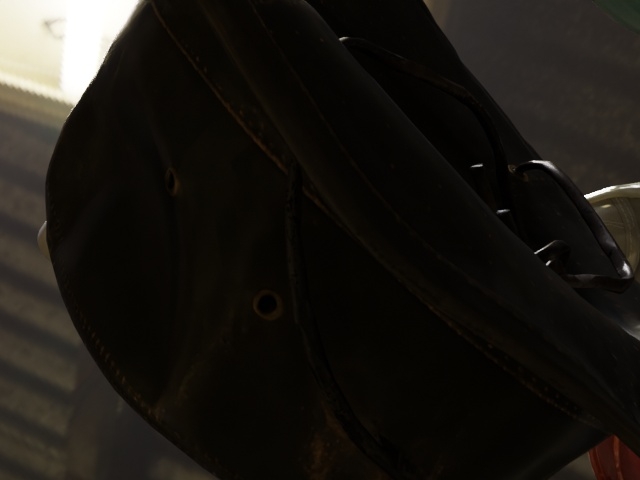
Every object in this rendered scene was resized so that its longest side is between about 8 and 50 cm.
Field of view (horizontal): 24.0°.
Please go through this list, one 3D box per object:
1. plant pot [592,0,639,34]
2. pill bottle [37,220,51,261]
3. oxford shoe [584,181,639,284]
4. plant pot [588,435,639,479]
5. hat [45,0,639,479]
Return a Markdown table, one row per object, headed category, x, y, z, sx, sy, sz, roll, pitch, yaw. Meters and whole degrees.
| category | x | y | z | sx | sy | sz | roll | pitch | yaw |
| --- | --- | --- | --- | --- | --- | --- | --- | --- | --- |
| plant pot | 0.311 | -0.263 | 0.961 | 0.196 | 0.293 | 0.293 | 25 | -41 | 62 |
| pill bottle | -0.033 | 0.043 | 1.366 | 0.408 | 0.229 | 0.229 | 39 | -48 | -8 |
| oxford shoe | 0.169 | 0.053 | 1.132 | 0.450 | 0.130 | 0.169 | -4 | -59 | 12 |
| plant pot | 0.413 | 0.211 | 1.425 | 0.273 | 0.265 | 0.272 | 0 | -80 | -2 |
| hat | 0.000 | 0.000 | 0.464 | 0.134 | 0.331 | 0.331 | -43 | -88 | 15 |
